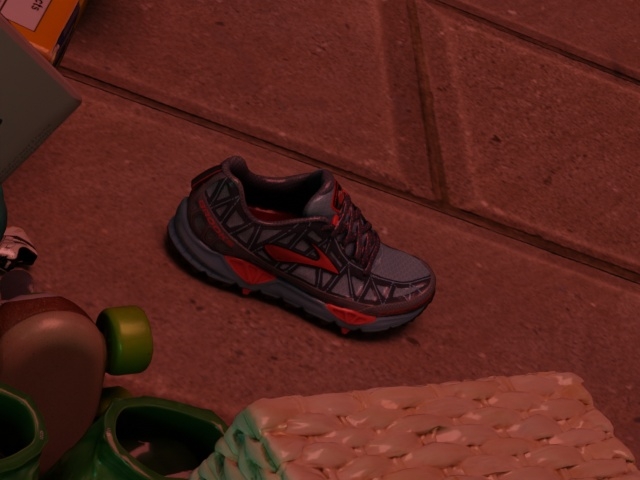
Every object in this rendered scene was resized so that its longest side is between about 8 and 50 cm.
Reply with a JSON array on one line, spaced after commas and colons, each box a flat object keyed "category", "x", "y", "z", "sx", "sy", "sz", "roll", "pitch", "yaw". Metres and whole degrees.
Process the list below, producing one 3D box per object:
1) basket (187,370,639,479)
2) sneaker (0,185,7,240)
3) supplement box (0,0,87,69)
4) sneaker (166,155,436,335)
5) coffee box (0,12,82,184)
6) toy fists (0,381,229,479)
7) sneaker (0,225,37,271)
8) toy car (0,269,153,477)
[{"category": "basket", "x": 0.073, "y": 0.286, "z": 1.310, "sx": 0.331, "sy": 0.266, "sz": 0.328, "roll": -2, "pitch": 45, "yaw": -37}, {"category": "sneaker", "x": -0.372, "y": -0.042, "z": 1.531, "sx": 0.295, "sy": 0.124, "sz": 0.178, "roll": 16, "pitch": 8, "yaw": 16}, {"category": "supplement box", "x": -0.398, "y": -0.203, "z": 1.655, "sx": 0.356, "sy": 0.195, "sz": 0.194, "roll": 25, "pitch": 33, "yaw": -7}, {"category": "sneaker", "x": 0.000, "y": 0.000, "z": 1.760, "sx": 0.262, "sy": 0.125, "sz": 0.104, "roll": 16, "pitch": 36, "yaw": -21}, {"category": "coffee box", "x": -0.434, "y": -0.133, "z": 1.289, "sx": 0.338, "sy": 0.337, "sz": 0.334, "roll": 44, "pitch": -3, "yaw": 19}, {"category": "toy fists", "x": -0.198, "y": 0.177, "z": 1.357, "sx": 0.279, "sy": 0.142, "sz": 0.096, "roll": 8, "pitch": 52, "yaw": -30}, {"category": "sneaker", "x": -0.272, "y": 0.010, "z": 1.619, "sx": 0.083, "sy": 0.032, "sz": 0.037, "roll": -13, "pitch": 52, "yaw": -46}, {"category": "toy car", "x": -0.238, "y": 0.075, "z": 1.474, "sx": 0.155, "sy": 0.149, "sz": 0.188, "roll": -5, "pitch": 35, "yaw": -28}]
